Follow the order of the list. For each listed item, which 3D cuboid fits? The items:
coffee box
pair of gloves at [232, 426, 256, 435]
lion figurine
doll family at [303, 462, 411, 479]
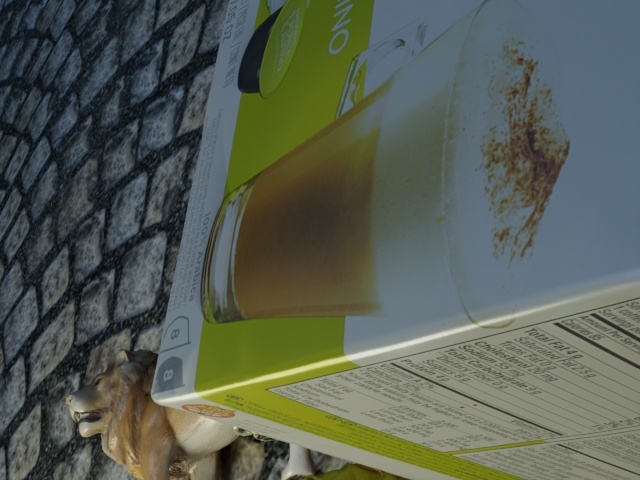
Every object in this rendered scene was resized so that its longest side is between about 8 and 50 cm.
[{"bbox_3d":[0.154,-0.041,0.589,0.334,0.338,0.337,-21,53,45],"label":"coffee box"},{"bbox_3d":[0.034,0.071,0.845,0.240,0.042,0.204,-15,42,1],"label":"pair of gloves"},{"bbox_3d":[-0.108,0.156,0.990,0.392,0.142,0.240,-37,45,31],"label":"lion figurine"},{"bbox_3d":[0.049,0.224,0.730,0.263,0.163,0.118,36,130,55],"label":"doll family"}]
